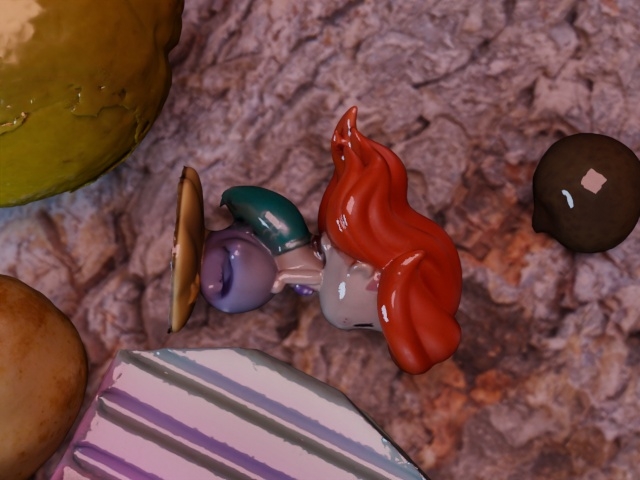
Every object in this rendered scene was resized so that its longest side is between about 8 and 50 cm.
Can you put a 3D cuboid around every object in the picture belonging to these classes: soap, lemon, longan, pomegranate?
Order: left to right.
[{"bbox_3d":[-0.299,0.127,1.492,0.207,0.207,0.207,0,78,1],"label":"pomegranate"},{"bbox_3d":[-0.272,-0.168,1.518,0.297,0.297,0.297,0,78,1],"label":"lemon"},{"bbox_3d":[-0.049,0.206,1.517,0.323,0.109,0.193,25,82,6],"label":"soap"},{"bbox_3d":[0.239,-0.041,1.578,0.113,0.092,0.113,2,102,7],"label":"longan"}]

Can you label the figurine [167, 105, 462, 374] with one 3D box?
[{"bbox_3d":[0.000,0.004,1.530,0.257,0.181,0.208,4,57,-4],"label":"figurine"}]
